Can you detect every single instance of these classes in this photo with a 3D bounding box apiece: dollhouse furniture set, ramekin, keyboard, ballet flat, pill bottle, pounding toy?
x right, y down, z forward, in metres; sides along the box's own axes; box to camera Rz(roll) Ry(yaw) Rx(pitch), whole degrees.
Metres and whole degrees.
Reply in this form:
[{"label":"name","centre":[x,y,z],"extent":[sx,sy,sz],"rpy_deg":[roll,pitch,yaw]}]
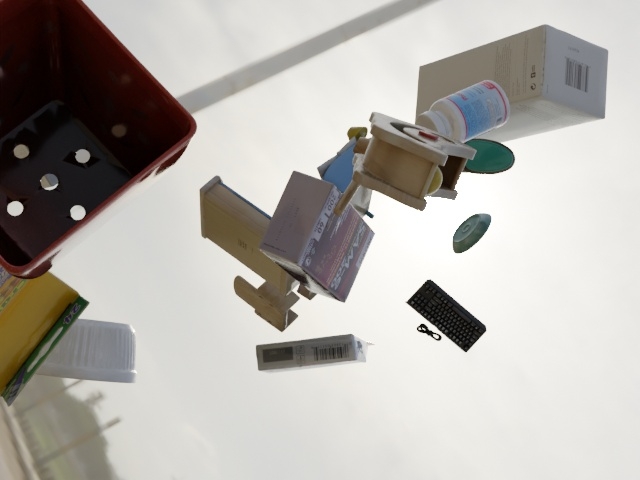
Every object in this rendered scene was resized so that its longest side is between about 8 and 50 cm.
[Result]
[{"label":"dollhouse furniture set","centre":[-0.040,-0.055,1.929],"extent":[0.198,0.303,0.286],"rpy_deg":[36,-31,20]},{"label":"ramekin","centre":[-0.438,0.200,1.972],"extent":[0.207,0.207,0.109],"rpy_deg":[163,-66,-73]},{"label":"keyboard","centre":[0.267,0.176,2.343],"extent":[0.180,0.108,0.023],"rpy_deg":[40,14,-10]},{"label":"ballet flat","centre":[0.283,-0.167,2.137],"extent":[0.068,0.213,0.072],"rpy_deg":[-1,93,-77]},{"label":"pill bottle","centre":[0.247,-0.217,1.873],"extent":[0.087,0.160,0.087],"rpy_deg":[42,-35,38]},{"label":"pounding toy","centre":[0.114,-0.076,1.438],"extent":[0.269,0.154,0.155],"rpy_deg":[-81,-168,-76]}]

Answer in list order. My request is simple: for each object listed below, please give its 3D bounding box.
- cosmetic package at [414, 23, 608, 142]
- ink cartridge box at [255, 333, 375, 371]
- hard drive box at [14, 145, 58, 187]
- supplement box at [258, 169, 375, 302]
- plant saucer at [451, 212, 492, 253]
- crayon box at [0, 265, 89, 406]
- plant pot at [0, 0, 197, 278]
[{"label":"cosmetic package","centre":[0.384,-0.305,2.194],"extent":[0.365,0.197,0.155],"rpy_deg":[-7,-105,52]},{"label":"ink cartridge box","centre":[-0.001,0.223,2.039],"extent":[0.232,0.189,0.066],"rpy_deg":[46,37,-70]},{"label":"hard drive box","centre":[-0.680,-0.236,2.456],"extent":[0.181,0.089,0.232],"rpy_deg":[-1,-57,54]},{"label":"supplement box","centre":[0.000,0.000,1.610],"extent":[0.073,0.130,0.239],"rpy_deg":[20,-9,22]},{"label":"plant saucer","centre":[0.337,-0.022,2.419],"extent":[0.021,0.119,0.119],"rpy_deg":[40,-11,-17]},{"label":"crayon box","centre":[-0.510,0.125,1.746],"extent":[0.083,0.203,0.323],"rpy_deg":[42,-11,-28]},{"label":"plant pot","centre":[-0.336,-0.106,1.282],"extent":[0.267,0.267,0.236],"rpy_deg":[47,-18,6]}]
